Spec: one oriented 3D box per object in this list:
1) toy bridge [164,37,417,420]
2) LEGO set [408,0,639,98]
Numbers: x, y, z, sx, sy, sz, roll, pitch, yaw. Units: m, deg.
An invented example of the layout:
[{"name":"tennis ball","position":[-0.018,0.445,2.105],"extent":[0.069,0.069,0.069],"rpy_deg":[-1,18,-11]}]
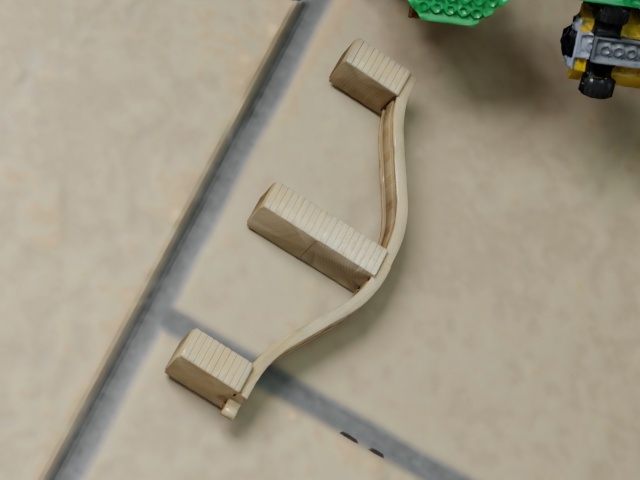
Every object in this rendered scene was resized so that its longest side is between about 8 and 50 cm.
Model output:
[{"name":"toy bridge","position":[0.000,0.000,0.788],"extent":[0.063,0.026,0.188],"rpy_deg":[32,60,-8]},{"name":"LEGO set","position":[0.142,-0.244,0.842],"extent":[0.255,0.192,0.331],"rpy_deg":[0,109,-2]}]
